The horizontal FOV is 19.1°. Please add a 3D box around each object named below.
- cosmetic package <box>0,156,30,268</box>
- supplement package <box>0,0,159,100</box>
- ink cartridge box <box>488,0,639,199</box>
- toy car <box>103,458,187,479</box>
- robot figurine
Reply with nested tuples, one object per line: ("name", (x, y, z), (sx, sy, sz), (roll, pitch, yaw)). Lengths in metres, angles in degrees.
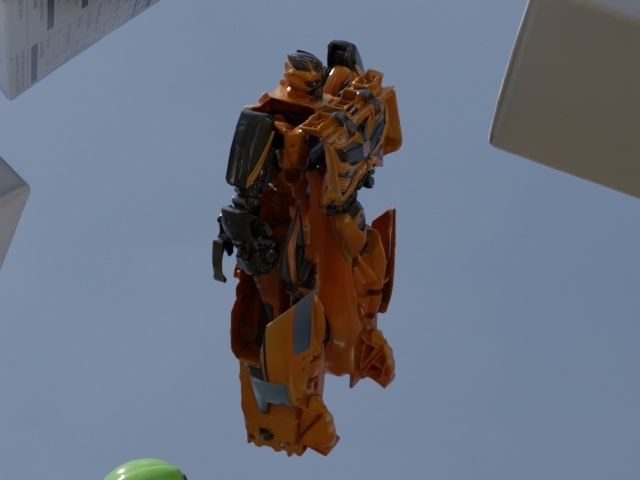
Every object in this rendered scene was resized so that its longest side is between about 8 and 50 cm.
("cosmetic package", (-0.245, -0.005, 0.766), (0.151, 0.183, 0.151), (-26, -28, -45))
("supplement package", (-0.169, -0.233, 0.928), (0.145, 0.262, 0.204), (-36, -1, -12))
("ink cartridge box", (0.323, -0.194, 1.479), (0.279, 0.385, 0.160), (20, -46, 8))
("toy car", (-0.096, 0.209, 1.216), (0.239, 0.225, 0.053), (-13, -52, -14))
("robot figurine", (0.000, 0.000, 1.385), (0.085, 0.211, 0.291), (14, -57, 23))
